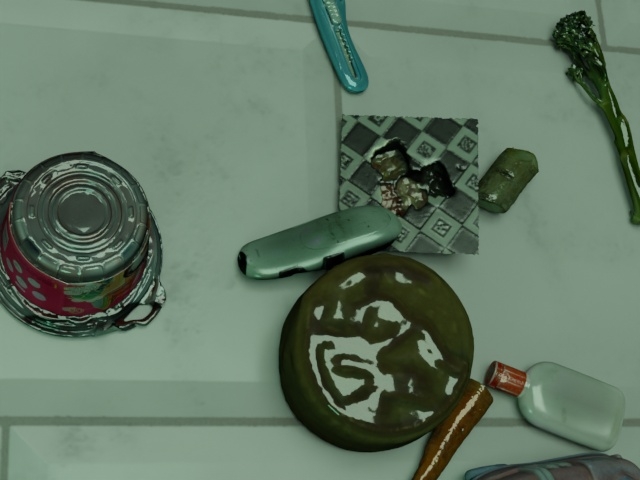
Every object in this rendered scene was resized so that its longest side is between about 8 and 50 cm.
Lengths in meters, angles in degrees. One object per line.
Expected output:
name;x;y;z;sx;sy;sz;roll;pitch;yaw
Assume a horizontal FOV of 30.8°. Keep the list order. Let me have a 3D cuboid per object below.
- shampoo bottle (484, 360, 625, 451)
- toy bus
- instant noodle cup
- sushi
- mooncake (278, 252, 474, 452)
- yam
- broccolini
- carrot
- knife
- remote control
shampoo bottle;0.360;0.243;1.789;0.220;0.051;0.108;22;69;-8
toy bus;0.347;0.397;1.634;0.294;0.232;0.197;-3;72;-16
instant noodle cup;-0.337;-0.010;1.606;0.302;0.181;0.258;29;67;-4
sushi;0.139;-0.083;1.838;0.219;0.047;0.232;2;70;1
mooncake;0.083;0.162;1.684;0.284;0.155;0.285;5;72;-15
yam;0.301;-0.100;1.882;0.069;0.070;0.146;40;67;0
broccolini;0.480;-0.208;1.981;0.078;0.074;0.392;10;63;-57
carrot;0.180;0.310;1.718;0.057;0.057;0.224;36;69;-2
knife;0.030;-0.344;1.909;0.064;0.031;0.222;-13;76;-23
remote control;0.000;0.002;1.747;0.256;0.045;0.097;-18;47;-9
